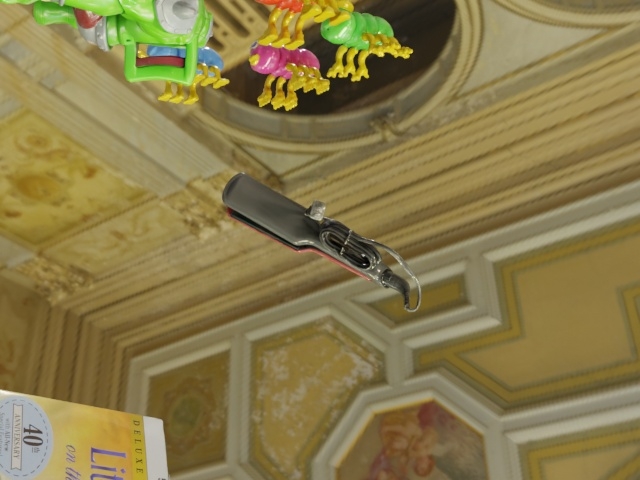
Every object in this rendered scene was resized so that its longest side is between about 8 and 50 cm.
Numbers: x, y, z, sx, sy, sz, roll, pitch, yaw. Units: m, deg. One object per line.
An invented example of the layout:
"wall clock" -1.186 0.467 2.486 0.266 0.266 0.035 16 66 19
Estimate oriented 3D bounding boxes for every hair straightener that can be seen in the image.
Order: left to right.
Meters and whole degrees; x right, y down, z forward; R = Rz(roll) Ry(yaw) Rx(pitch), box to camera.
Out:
"hair straightener" 0.000 0.000 0.825 0.230 0.089 0.047 33 -104 14

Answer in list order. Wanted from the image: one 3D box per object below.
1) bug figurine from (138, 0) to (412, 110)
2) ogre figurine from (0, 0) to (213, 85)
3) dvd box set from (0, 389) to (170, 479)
"bug figurine" -0.047 -0.205 0.856 0.279 0.216 0.072 -14 -104 48
"ogre figurine" -0.132 -0.157 0.551 0.197 0.118 0.096 130 -26 -78
"dvd box set" -0.315 0.229 0.635 0.062 0.420 0.307 -59 -152 27
